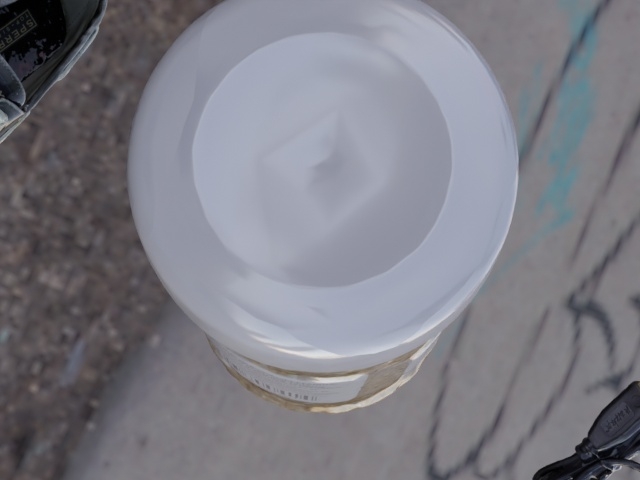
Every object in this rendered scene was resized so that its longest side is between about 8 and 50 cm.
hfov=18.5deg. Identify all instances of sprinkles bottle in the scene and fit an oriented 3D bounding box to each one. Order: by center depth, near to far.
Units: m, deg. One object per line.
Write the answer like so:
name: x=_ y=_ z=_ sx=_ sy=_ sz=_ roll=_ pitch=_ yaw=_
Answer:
sprinkles bottle: x=0.000 y=0.000 z=0.764 sx=0.355 sy=0.121 sz=0.121 roll=92 pitch=22 yaw=-82

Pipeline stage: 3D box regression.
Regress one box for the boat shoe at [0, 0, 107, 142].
boat shoe: x=-0.193 y=-0.082 z=1.038 sx=0.078 sy=0.070 sz=0.219 roll=57 pitch=48 yaw=-23

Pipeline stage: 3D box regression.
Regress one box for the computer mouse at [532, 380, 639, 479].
computer mouse: x=0.193 y=0.133 z=0.882 sx=0.106 sy=0.193 sz=0.042 roll=-51 pitch=-170 yaw=14
